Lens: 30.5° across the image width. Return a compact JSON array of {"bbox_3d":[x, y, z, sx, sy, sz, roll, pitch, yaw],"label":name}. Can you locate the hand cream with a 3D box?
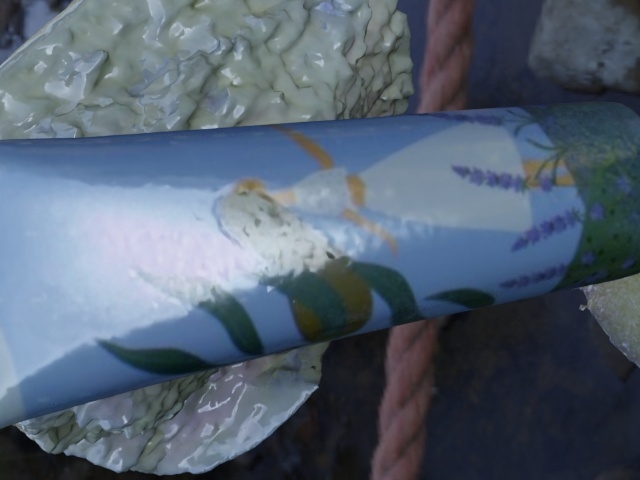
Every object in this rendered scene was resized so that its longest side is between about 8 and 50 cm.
[{"bbox_3d":[0.000,0.000,0.348,0.055,0.256,0.088,172,89,-77],"label":"hand cream"}]

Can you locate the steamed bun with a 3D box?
[{"bbox_3d":[-0.047,-0.018,0.458,0.170,0.225,0.200,43,164,-6],"label":"steamed bun"}]

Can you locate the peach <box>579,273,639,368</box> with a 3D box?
[{"bbox_3d":[0.343,0.048,0.988,0.279,0.068,0.189,11,73,42],"label":"peach"}]
